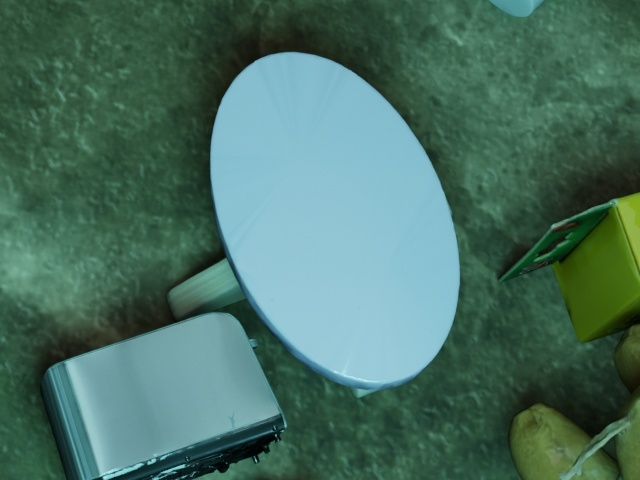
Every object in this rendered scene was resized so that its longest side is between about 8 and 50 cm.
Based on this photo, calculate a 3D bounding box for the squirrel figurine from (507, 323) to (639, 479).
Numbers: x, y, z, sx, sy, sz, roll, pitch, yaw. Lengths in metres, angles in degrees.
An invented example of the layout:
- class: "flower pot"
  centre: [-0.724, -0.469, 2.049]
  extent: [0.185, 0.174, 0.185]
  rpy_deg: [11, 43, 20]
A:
- class: "squirrel figurine"
  centre: [0.314, 0.244, 1.319]
  extent: [0.281, 0.370, 0.397]
  rpy_deg: [-28, 81, -13]

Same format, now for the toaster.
- class: "toaster"
  centre: [-0.131, 0.140, 1.397]
  extent: [0.186, 0.168, 0.110]
  rpy_deg: [-18, 79, -13]

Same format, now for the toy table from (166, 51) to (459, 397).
- class: "toy table"
  centre: [0.000, 0.000, 1.453]
  extent: [0.252, 0.161, 0.274]
  rpy_deg: [-9, 76, -9]

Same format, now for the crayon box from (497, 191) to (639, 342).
- class: "crayon box"
  centre: [0.322, 0.000, 1.474]
  extent: [0.318, 0.202, 0.081]
  rpy_deg: [-16, 78, -10]

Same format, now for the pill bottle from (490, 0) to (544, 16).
- class: "pill bottle"
  centre: [0.219, -0.288, 1.582]
  extent: [0.108, 0.108, 0.193]
  rpy_deg: [44, 75, 5]
